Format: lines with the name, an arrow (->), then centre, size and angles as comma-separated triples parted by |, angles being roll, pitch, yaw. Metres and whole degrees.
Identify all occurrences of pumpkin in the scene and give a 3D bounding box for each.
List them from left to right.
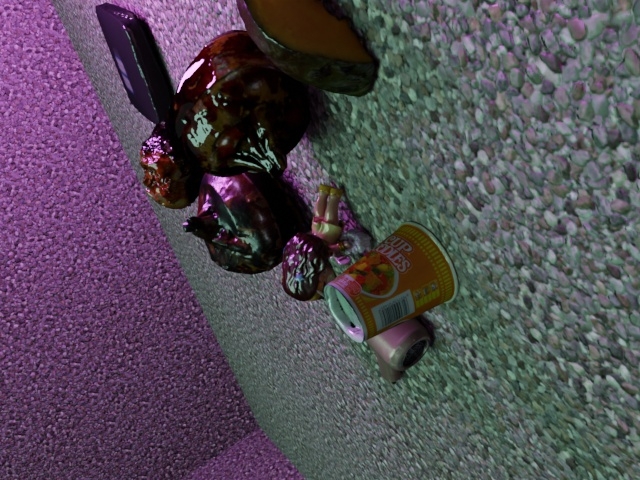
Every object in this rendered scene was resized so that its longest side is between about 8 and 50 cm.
pumpkin -> -0.063, -0.335, 1.046 | 0.312, 0.148, 0.169 | 62, 156, 9

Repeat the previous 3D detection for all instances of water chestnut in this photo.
water chestnut -> -0.198, -0.050, 1.576 | 0.300, 0.300, 0.300 | 49, 157, 29
water chestnut -> -0.139, -0.239, 1.224 | 0.245, 0.289, 0.289 | 27, 157, 0

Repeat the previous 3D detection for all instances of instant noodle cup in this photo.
instant noodle cup -> 0.112, 0.081, 1.127 | 0.168, 0.185, 0.168 | 50, 158, 29

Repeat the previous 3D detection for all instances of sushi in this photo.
sushi -> -0.476, -0.224, 2.087 | 0.196, 0.182, 0.343 | 37, 156, 13

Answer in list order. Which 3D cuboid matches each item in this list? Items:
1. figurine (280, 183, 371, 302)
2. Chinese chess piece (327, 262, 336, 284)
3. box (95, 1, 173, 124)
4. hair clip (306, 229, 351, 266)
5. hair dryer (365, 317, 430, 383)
figurine -> -0.002, 0.010, 1.337 | 0.116, 0.239, 0.175 | 23, 180, -35
Chinese chess piece -> -0.009, 0.083, 1.625 | 0.122, 0.051, 0.122 | 51, 158, 30
box -> -0.586, -0.561, 2.080 | 0.359, 0.091, 0.350 | 37, 149, 49
hair clip -> 0.000, 0.000, 1.512 | 0.226, 0.034, 0.072 | 25, 137, 61
hair dryer -> 0.152, 0.238, 1.416 | 0.189, 0.107, 0.344 | 43, 163, 35
